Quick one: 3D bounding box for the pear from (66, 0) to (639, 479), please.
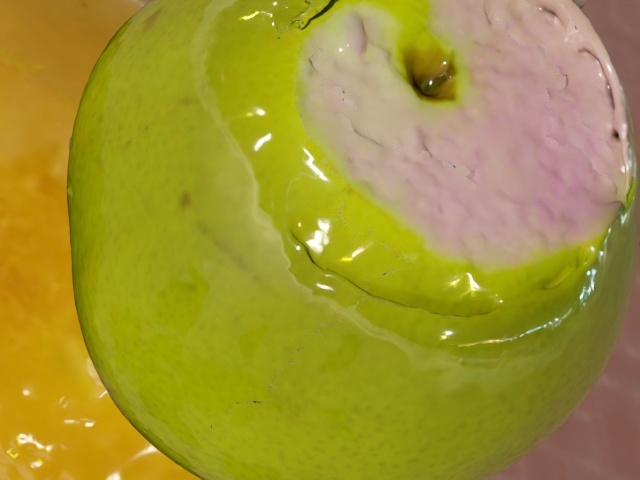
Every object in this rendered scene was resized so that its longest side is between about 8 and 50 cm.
[{"bbox_3d":[0.000,0.000,0.554,0.187,0.219,0.187,6,73,-21],"label":"pear"}]

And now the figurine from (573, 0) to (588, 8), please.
[{"bbox_3d":[0.163,-0.163,0.948,0.072,0.129,0.054,28,46,-58],"label":"figurine"}]

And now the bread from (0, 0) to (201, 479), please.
[{"bbox_3d":[-0.198,0.028,0.777,0.394,0.361,0.250,32,15,-16],"label":"bread"}]
